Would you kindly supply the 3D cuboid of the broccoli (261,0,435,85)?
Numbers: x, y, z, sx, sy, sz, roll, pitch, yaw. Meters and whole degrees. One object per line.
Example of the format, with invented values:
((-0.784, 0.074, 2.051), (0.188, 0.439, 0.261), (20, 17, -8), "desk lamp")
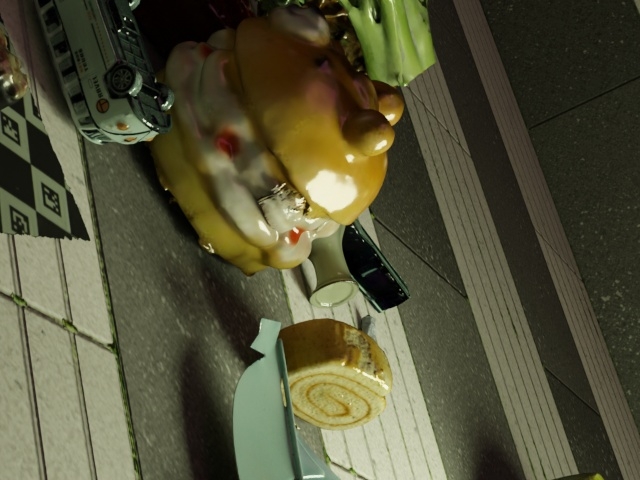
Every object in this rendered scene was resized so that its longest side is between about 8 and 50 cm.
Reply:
((0.043, -0.361, 1.705), (0.375, 0.249, 0.302), (-32, 138, -38), "broccoli")

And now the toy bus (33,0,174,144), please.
((-0.208, -0.177, 1.317), (0.087, 0.089, 0.194), (20, 47, -68), "toy bus")

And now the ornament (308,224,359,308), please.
((0.000, 0.000, 1.710), (0.075, 0.081, 0.156), (117, -34, -56), "ornament")

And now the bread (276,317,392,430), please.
((0.012, 0.144, 1.458), (0.149, 0.122, 0.073), (35, 39, -41), "bread")

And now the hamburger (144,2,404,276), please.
((-0.040, -0.116, 1.486), (0.276, 0.237, 0.276), (57, 17, -27), "hamburger")

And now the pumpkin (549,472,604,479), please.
((0.364, 0.484, 1.905), (0.332, 0.199, 0.332), (54, 23, -36), "pumpkin")

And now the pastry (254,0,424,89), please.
((0.024, -0.305, 1.888), (0.193, 0.275, 0.275), (38, 32, -54), "pastry")

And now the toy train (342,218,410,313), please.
((0.038, -0.003, 1.843), (0.252, 0.055, 0.048), (53, 22, -36), "toy train")

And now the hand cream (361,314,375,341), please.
((0.062, 0.134, 1.804), (0.030, 0.019, 0.093), (52, 28, -40), "hand cream")

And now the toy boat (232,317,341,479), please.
((-0.019, 0.224, 1.314), (0.210, 0.070, 0.291), (50, 29, -33), "toy boat")

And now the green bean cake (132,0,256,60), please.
((-0.154, -0.278, 1.594), (0.232, 0.097, 0.198), (44, 28, -50), "green bean cake")

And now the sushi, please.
((-0.280, -0.130, 1.112), (0.264, 0.050, 0.290), (68, 17, 8), "sushi")
